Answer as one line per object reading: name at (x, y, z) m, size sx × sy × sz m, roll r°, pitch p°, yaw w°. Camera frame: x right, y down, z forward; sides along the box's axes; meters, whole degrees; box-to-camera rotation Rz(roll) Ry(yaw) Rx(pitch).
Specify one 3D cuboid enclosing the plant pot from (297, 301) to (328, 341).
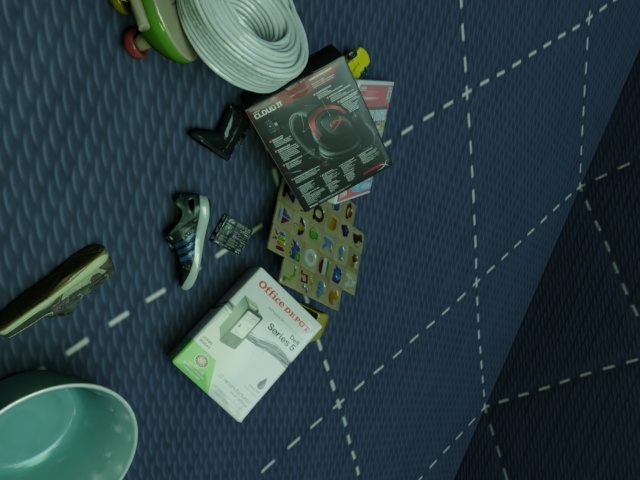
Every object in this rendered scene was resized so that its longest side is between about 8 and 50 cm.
plant pot at (-0.025, 0.208, 1.511) m, size 0.083 × 0.081 × 0.081 m, roll 12°, pitch 99°, yaw -57°

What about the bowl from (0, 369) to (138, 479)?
bowl at (-0.504, 0.357, 1.045) m, size 0.312 × 0.163 × 0.311 m, roll -20°, pitch 121°, yaw -37°

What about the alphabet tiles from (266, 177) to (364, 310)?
alphabet tiles at (0.000, 0.000, 1.406) m, size 0.343 × 0.011 × 0.285 m, roll 32°, pitch 61°, yaw -47°

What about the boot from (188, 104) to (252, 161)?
boot at (-0.195, -0.222, 1.167) m, size 0.121 × 0.045 × 0.099 m, roll 30°, pitch 89°, yaw -54°

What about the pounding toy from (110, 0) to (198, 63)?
pounding toy at (-0.293, -0.370, 0.946) m, size 0.237 × 0.110 × 0.182 m, roll -8°, pitch 84°, yaw -80°

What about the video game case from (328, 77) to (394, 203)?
video game case at (0.098, -0.238, 1.404) m, size 0.204 × 0.025 × 0.285 m, roll -24°, pitch 130°, yaw -59°

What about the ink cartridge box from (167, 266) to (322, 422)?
ink cartridge box at (-0.164, 0.219, 1.291) m, size 0.198 × 0.115 × 0.273 m, roll 45°, pitch 73°, yaw -11°

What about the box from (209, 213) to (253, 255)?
box at (-0.194, -0.012, 1.284) m, size 0.083 × 0.018 × 0.067 m, roll 31°, pitch 86°, yaw -47°

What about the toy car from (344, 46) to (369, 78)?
toy car at (0.017, -0.304, 1.331) m, size 0.239 × 0.053 × 0.224 m, roll -28°, pitch 127°, yaw -32°

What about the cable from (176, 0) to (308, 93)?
cable at (-0.133, -0.381, 1.026) m, size 0.257 × 0.089 × 0.257 m, roll -21°, pitch 84°, yaw -52°

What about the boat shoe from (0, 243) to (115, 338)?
boat shoe at (-0.456, 0.099, 1.035) m, size 0.223 × 0.080 × 0.073 m, roll -45°, pitch 129°, yaw -26°

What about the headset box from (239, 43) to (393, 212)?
headset box at (-0.012, -0.238, 1.208) m, size 0.218 × 0.110 × 0.293 m, roll -29°, pitch 123°, yaw 3°

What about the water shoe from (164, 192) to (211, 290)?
water shoe at (-0.277, 0.000, 1.188) m, size 0.080 × 0.073 × 0.203 m, roll 9°, pitch 103°, yaw -19°
